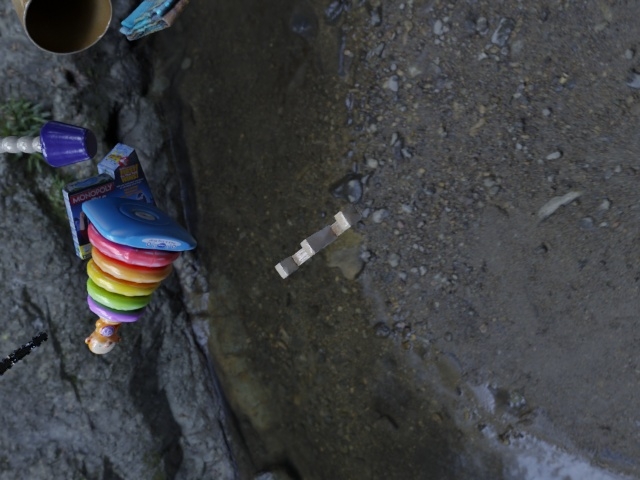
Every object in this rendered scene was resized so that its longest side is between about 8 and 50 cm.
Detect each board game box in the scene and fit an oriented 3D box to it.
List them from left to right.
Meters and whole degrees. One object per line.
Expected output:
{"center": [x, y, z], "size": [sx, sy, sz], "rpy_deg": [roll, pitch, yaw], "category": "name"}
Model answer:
{"center": [-0.423, -0.089, 0.969], "size": [0.060, 0.194, 0.194], "rpy_deg": [23, 124, 31], "category": "board game box"}

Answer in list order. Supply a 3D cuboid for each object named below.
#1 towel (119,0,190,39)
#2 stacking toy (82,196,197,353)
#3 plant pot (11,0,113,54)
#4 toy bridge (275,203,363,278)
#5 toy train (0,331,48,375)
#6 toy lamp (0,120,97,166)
{"center": [-0.224, -0.458, 0.804], "size": [0.271, 0.040, 0.370], "rpy_deg": [-54, 34, -2], "category": "towel"}
{"center": [-0.371, 0.087, 0.888], "size": [0.166, 0.175, 0.301], "rpy_deg": [35, 107, 39], "category": "stacking toy"}
{"center": [-0.744, -0.686, 1.300], "size": [0.254, 0.237, 0.237], "rpy_deg": [50, 124, 12], "category": "plant pot"}
{"center": [0.000, 0.000, 0.704], "size": [0.026, 0.063, 0.188], "rpy_deg": [54, 137, 3], "category": "toy bridge"}
{"center": [-0.655, 0.248, 1.033], "size": [0.036, 0.158, 0.027], "rpy_deg": [-25, 104, 18], "category": "toy train"}
{"center": [-0.518, -0.159, 0.794], "size": [0.275, 0.080, 0.080], "rpy_deg": [-2, 97, -1], "category": "toy lamp"}
